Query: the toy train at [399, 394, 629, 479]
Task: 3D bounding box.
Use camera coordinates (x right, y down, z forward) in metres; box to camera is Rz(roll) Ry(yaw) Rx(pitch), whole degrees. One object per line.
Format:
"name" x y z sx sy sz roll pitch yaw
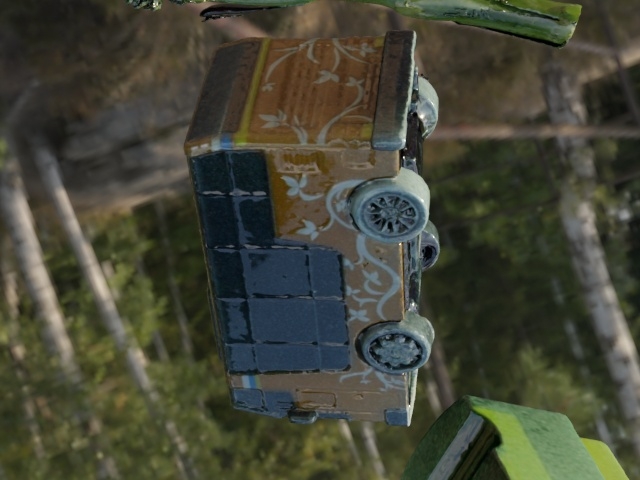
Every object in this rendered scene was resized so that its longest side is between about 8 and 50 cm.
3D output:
"toy train" 0.132 0.125 0.430 0.200 0.083 0.132 16 -151 -28

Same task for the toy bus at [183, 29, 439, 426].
"toy bus" 0.000 0.000 0.886 0.167 0.275 0.138 0 -138 8

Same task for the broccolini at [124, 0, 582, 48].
"broccolini" 0.007 -0.069 0.358 0.140 0.035 0.030 10 -151 -13
